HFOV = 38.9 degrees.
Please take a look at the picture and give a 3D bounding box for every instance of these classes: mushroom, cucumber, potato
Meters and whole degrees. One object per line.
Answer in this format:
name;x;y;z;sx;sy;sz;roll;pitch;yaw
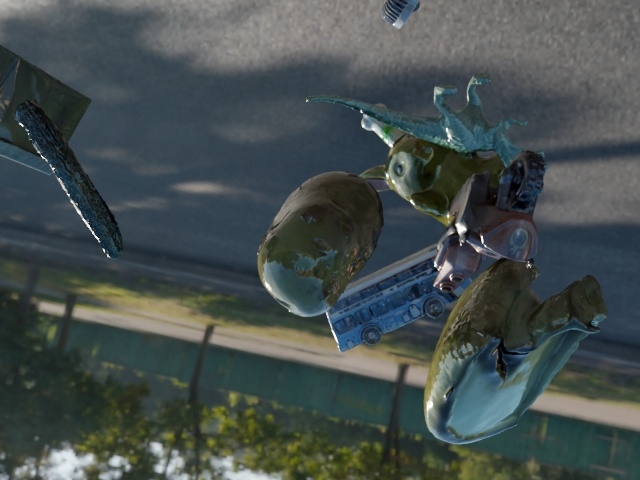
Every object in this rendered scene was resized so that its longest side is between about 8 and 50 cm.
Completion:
mushroom;0.223;0.136;1.245;0.217;0.212;0.292;-4;149;-29
cucumber;-0.354;-0.087;1.300;0.257;0.044;0.043;59;179;-9
potato;0.000;0.000;1.327;0.164;0.262;0.165;11;126;15

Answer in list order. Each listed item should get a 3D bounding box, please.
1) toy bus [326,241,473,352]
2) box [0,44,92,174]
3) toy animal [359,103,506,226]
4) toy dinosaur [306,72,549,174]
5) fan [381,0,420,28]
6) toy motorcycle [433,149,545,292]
toy bus;0.155;0.111;1.814;0.297;0.131;0.106;-25;-177;8
box;-0.501;-0.220;1.430;0.155;0.149;0.231;30;180;17
toy animal;0.198;-0.120;1.570;0.362;0.181;0.180;30;168;13
toy dinosaur;0.181;-0.206;1.358;0.382;0.129;0.076;21;-158;-4
fan;0.214;-0.593;2.112;0.074;0.244;0.130;31;142;-6
toy motorcycle;0.177;-0.005;0.981;0.084;0.118;0.212;17;147;-14
